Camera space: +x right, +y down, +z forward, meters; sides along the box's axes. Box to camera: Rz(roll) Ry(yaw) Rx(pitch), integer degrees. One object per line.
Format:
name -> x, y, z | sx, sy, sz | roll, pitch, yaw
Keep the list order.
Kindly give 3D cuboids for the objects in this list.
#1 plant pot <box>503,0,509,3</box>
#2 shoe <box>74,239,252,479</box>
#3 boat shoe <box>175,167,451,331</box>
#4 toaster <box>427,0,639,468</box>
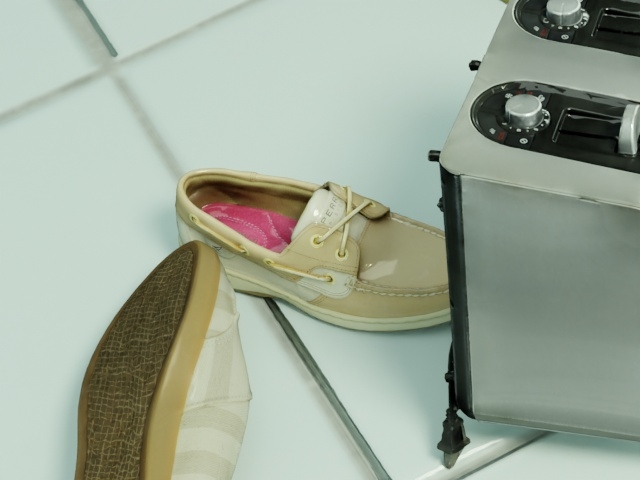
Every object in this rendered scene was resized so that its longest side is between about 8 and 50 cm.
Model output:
plant pot -> 0.114, -0.199, 1.063 | 0.081, 0.083, 0.081 | -38, 50, -21
shoe -> -0.074, 0.090, 0.868 | 0.076, 0.058, 0.219 | -28, 34, 31
boat shoe -> 0.000, 0.000, 0.923 | 0.170, 0.059, 0.063 | 9, 51, 21
toaster -> 0.122, -0.010, 0.835 | 0.110, 0.185, 0.168 | 9, 43, 18
